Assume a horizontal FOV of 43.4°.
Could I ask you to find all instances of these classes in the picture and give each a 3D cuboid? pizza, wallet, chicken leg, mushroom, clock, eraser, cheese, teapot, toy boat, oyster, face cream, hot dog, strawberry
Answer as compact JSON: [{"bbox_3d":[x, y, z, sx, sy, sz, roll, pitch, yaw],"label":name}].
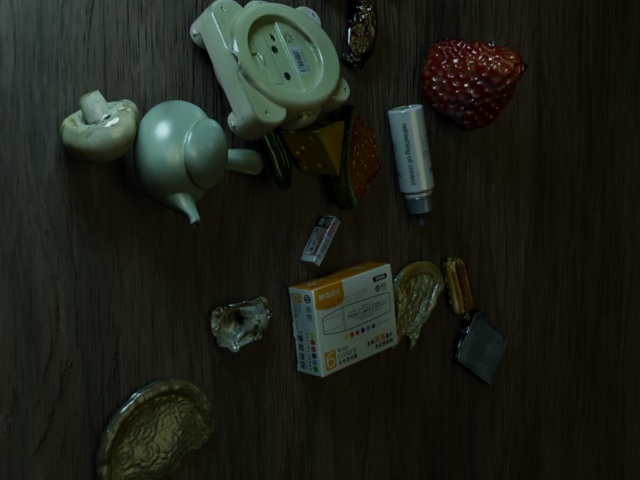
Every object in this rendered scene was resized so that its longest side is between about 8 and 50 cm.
[{"bbox_3d":[0.243,0.173,2.126,0.181,0.034,0.262,31,74,-40],"label":"pizza"},{"bbox_3d":[0.467,0.311,2.341,0.222,0.036,0.167,38,69,-39],"label":"wallet"},{"bbox_3d":[0.085,-0.533,1.903,0.106,0.051,0.253,-13,100,-35],"label":"chicken leg"},{"bbox_3d":[-0.394,-0.206,1.441,0.154,0.154,0.122,-37,123,-33],"label":"mushroom"},{"bbox_3d":[-0.092,-0.365,1.672,0.309,0.114,0.284,-19,83,-44],"label":"clock"},{"bbox_3d":[0.000,0.000,1.879,0.029,0.052,0.122,38,71,-36],"label":"eraser"},{"bbox_3d":[-0.019,-0.219,1.766,0.171,0.093,0.126,10,87,-72],"label":"cheese"},{"bbox_3d":[-0.238,-0.182,1.590,0.318,0.149,0.220,-52,143,-54],"label":"teapot"},{"bbox_3d":[-0.107,-0.207,1.727,0.104,0.052,0.210,-57,125,-75],"label":"toy boat"},{"bbox_3d":[-0.165,0.181,1.752,0.166,0.053,0.108,-15,86,-33],"label":"oyster"},{"bbox_3d":[0.239,-0.185,2.048,0.092,0.092,0.311,-24,111,-38],"label":"face cream"},{"bbox_3d":[0.382,0.132,2.231,0.072,0.055,0.188,-26,111,-34],"label":"hot dog"},{"bbox_3d":[0.384,-0.374,2.044,0.150,0.280,0.253,-53,135,-21],"label":"strawberry"}]

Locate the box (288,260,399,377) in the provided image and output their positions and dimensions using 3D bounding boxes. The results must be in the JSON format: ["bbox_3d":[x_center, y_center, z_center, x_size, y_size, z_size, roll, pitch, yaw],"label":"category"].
[{"bbox_3d":[0.058,0.183,1.924,0.274,0.091,0.221,-19,106,-40],"label":"box"}]

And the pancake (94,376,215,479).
[{"bbox_3d":[-0.330,0.431,1.645,0.288,0.033,0.286,-28,112,-37],"label":"pancake"}]

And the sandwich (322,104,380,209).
[{"bbox_3d":[0.065,-0.203,1.907,0.159,0.079,0.235,-31,118,-46],"label":"sandwich"}]
